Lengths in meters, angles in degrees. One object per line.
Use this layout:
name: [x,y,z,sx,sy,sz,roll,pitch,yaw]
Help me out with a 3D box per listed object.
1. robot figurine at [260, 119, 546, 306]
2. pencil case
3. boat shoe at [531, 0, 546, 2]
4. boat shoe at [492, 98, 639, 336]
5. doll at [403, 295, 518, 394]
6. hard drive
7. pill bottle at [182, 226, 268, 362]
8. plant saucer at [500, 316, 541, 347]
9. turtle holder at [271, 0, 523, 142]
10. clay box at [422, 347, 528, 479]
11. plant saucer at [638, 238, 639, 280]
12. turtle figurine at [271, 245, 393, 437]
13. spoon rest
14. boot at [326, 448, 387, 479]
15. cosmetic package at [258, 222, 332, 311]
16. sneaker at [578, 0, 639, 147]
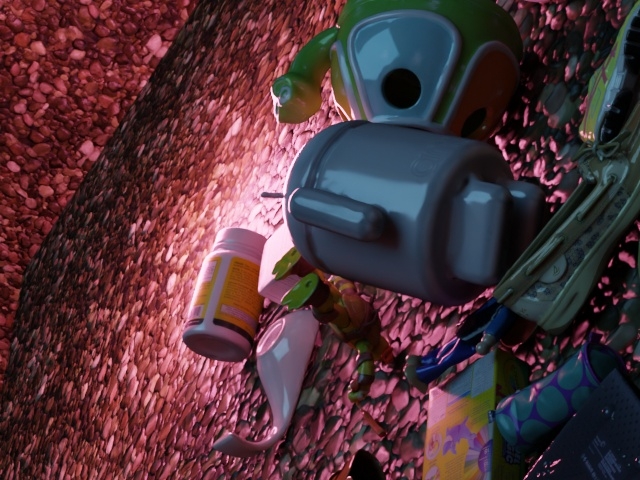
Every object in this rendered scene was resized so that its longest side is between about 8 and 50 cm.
robot figurine: [0.098,-0.038,1.641,0.353,0.300,0.200,14,99,38]
pencil case: [0.244,0.160,1.380,0.151,0.064,0.070,-42,46,42]
boat shoe: [0.317,-0.387,1.805,0.094,0.109,0.302,-52,29,-11]
boat shoe: [0.287,-0.037,1.433,0.285,0.089,0.104,-62,-2,6]
doll: [0.180,0.103,1.531,0.189,0.046,0.129,-39,7,15]
hard drive: [0.248,0.264,1.269,0.255,0.054,0.172,-57,22,16]
pill bottle: [-0.152,0.090,2.278,0.119,0.119,0.208,-30,39,54]
plant saucer: [0.237,0.087,1.544,0.083,0.015,0.083,-49,26,34]
turtle holder: [0.104,-0.227,1.802,0.243,0.320,0.227,109,175,-64]
clay box: [0.168,0.242,1.476,0.127,0.053,0.222,-40,32,45]
plant saucer: [0.399,-0.024,1.274,0.241,0.037,0.241,-48,26,33]
turtle figurine: [0.034,0.111,1.764,0.087,0.217,0.269,-29,40,21]
spoon rest: [-0.069,0.217,2.031,0.137,0.084,0.276,-34,23,49]
boot: [0.012,0.402,1.612,0.220,0.109,0.283,-50,18,22]
cosmetic package: [0.000,0.000,2.084,0.231,0.085,0.117,-46,28,40]
sneaker: [0.346,-0.193,1.524,0.208,0.081,0.094,-65,20,-2]
